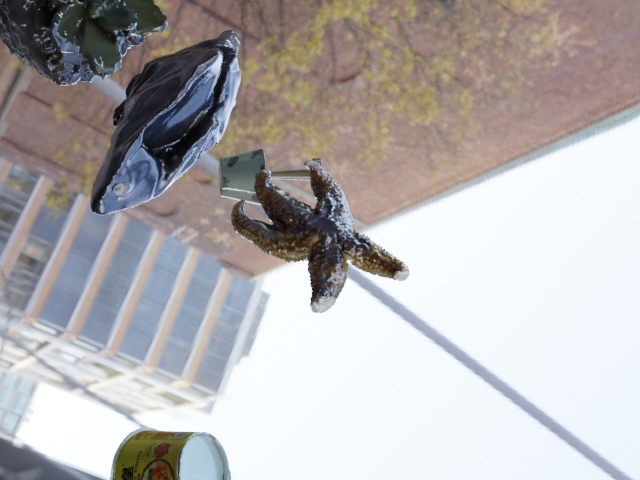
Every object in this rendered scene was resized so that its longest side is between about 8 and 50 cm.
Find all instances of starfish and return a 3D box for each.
[{"bbox_3d":[0.001,0.001,1.112,0.071,0.238,0.216,85,27,-54],"label":"starfish"}]

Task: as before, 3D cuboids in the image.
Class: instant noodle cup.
[{"bbox_3d":[-0.251,0.410,1.578,0.144,0.182,0.182,-15,-134,32],"label":"instant noodle cup"}]

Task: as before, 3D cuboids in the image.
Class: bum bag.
[{"bbox_3d":[-0.115,-0.108,0.713,0.137,0.074,0.310,-45,-164,9],"label":"bum bag"}]

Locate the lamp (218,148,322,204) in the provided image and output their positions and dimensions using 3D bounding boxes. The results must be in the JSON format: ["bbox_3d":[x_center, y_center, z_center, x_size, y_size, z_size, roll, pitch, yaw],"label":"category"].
[{"bbox_3d":[-0.106,-0.134,1.909,0.121,0.214,0.121,179,-90,-78],"label":"lamp"}]

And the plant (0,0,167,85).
[{"bbox_3d":[-0.397,-0.373,1.473,0.215,0.213,0.312,-42,-149,-20],"label":"plant"}]
